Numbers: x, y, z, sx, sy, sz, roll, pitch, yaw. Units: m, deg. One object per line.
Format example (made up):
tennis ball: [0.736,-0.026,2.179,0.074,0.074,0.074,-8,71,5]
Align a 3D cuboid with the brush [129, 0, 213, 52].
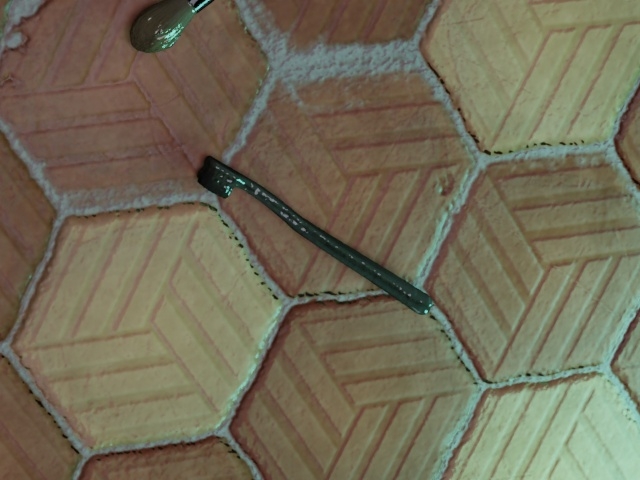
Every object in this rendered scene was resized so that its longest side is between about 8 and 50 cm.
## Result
brush: [-0.061,-0.276,1.580,0.299,0.039,0.042,-38,73,-6]

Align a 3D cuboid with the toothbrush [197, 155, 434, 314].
toothbrush: [0.000,0.000,1.675,0.297,0.030,0.030,32,102,-22]
